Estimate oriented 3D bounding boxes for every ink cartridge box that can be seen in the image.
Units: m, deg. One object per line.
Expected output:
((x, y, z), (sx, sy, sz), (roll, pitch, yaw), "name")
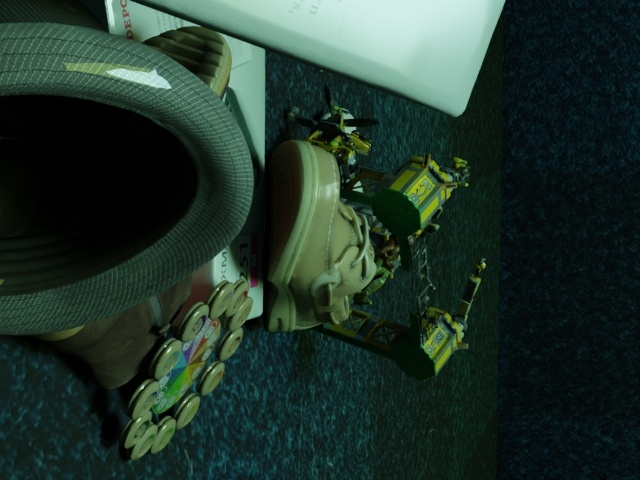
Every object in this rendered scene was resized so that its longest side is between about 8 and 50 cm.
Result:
((-0.130, -0.173, 0.860), (0.150, 0.063, 0.109), (-34, 126, -45), "ink cartridge box")
((-0.117, -0.053, 0.987), (0.239, 0.060, 0.275), (-12, 104, -73), "ink cartridge box")

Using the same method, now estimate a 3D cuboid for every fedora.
((-0.176, -0.059, 0.614), (0.275, 0.244, 0.124), (28, 36, -57), "fedora")

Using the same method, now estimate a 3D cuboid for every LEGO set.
((0.084, -0.018, 1.293), (0.192, 0.255, 0.331), (-47, 133, -38), "LEGO set")

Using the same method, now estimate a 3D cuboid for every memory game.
((-0.113, 0.113, 0.957), (0.186, 0.012, 0.186), (-53, 164, -22), "memory game")

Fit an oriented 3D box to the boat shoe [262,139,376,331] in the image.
((0.000, 0.000, 1.102), (0.341, 0.110, 0.121), (103, -14, -68), "boat shoe")

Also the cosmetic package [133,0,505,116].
((-0.083, -0.232, 0.519), (0.453, 0.161, 0.230), (13, 100, -44), "cosmetic package")

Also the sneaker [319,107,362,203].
((0.017, -0.093, 1.422), (0.061, 0.054, 0.152), (-25, 110, -60), "sneaker")

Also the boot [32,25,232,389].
((-0.134, -0.020, 0.830), (0.248, 0.090, 0.207), (-56, 158, -17), "boot")
